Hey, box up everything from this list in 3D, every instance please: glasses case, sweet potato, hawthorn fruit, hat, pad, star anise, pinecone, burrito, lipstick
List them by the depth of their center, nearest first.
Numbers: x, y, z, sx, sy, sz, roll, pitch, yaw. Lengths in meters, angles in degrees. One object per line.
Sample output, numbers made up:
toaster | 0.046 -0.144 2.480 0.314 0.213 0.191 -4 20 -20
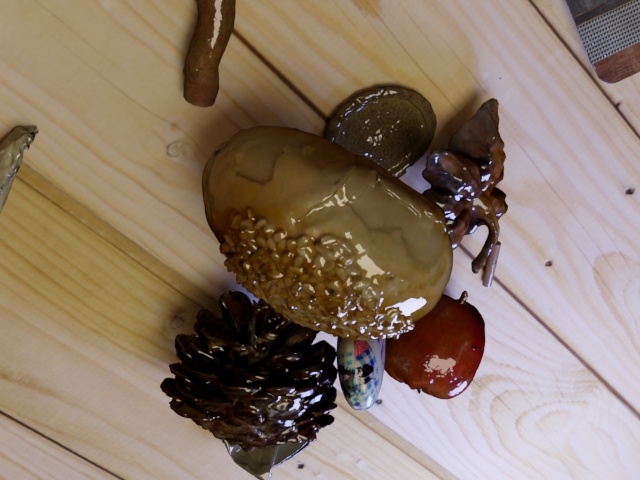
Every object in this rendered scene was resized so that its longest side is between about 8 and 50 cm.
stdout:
sweet potato | -0.151 -0.321 1.804 0.059 0.067 0.281 16 120 0
burrito | -0.480 -0.069 1.847 0.229 0.063 0.058 -54 154 16
pad | 0.426 -0.320 2.022 0.323 0.055 0.250 -36 128 -2
pinecone | -0.112 0.212 2.079 0.298 0.242 0.295 5 133 -14
star anise | 0.244 -0.068 2.092 0.292 0.109 0.349 -15 128 -41
glasses case | 0.069 0.172 2.096 0.076 0.327 0.125 -3 107 5
hawthorn fruit | 0.211 0.178 2.250 0.185 0.185 0.202 32 92 -37
lipstick | 0.311 0.043 2.291 0.019 0.019 0.094 -6 125 -19
hat | -0.093 0.348 2.316 0.175 0.085 0.147 -25 122 -34

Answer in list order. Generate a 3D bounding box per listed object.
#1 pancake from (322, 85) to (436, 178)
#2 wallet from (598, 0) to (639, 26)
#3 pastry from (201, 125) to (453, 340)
pancake | 0.096 -0.168 2.047 0.199 0.021 0.199 -12 129 -15
wallet | 0.561 -0.452 2.025 0.182 0.049 0.229 19 113 -29
pastry | 0.000 0.000 1.884 0.409 0.410 0.245 38 76 -38
